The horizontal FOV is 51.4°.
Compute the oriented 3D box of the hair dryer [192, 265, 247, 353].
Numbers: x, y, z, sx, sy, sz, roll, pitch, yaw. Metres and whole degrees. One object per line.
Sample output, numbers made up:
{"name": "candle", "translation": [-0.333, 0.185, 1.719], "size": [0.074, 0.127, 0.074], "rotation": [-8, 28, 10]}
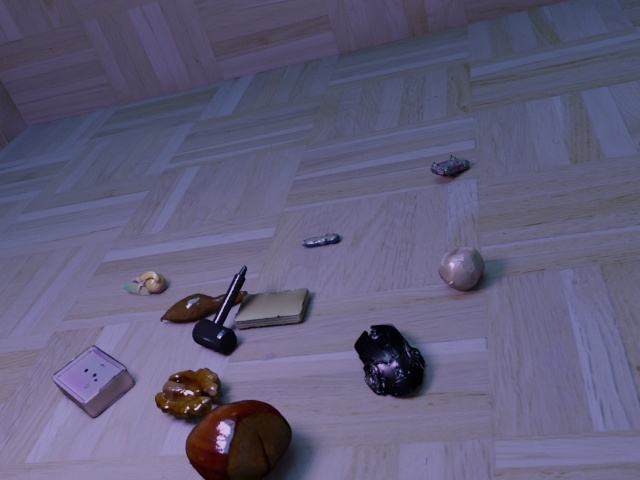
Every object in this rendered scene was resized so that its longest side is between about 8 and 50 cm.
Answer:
{"name": "hair dryer", "translation": [-0.245, 0.185, 1.816], "size": [0.114, 0.070, 0.248], "rotation": [13, 70, 41]}

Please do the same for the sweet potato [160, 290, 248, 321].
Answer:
{"name": "sweet potato", "translation": [-0.345, 0.187, 1.933], "size": [0.270, 0.074, 0.074], "rotation": [-16, 32, -1]}

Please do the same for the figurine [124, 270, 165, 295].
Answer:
{"name": "figurine", "translation": [-0.566, 0.133, 2.135], "size": [0.187, 0.083, 0.083], "rotation": [-1, 36, 43]}

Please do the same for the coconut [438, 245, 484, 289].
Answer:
{"name": "coconut", "translation": [0.356, 0.075, 1.703], "size": [0.110, 0.110, 0.124], "rotation": [8, 35, 36]}

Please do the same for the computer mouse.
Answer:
{"name": "computer mouse", "translation": [0.157, 0.267, 1.548], "size": [0.147, 0.077, 0.241], "rotation": [-24, 33, -10]}

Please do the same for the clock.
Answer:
{"name": "clock", "translation": [-0.615, 0.377, 1.791], "size": [0.192, 0.071, 0.147], "rotation": [16, 46, 42]}

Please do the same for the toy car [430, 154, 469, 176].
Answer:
{"name": "toy car", "translation": [0.424, -0.237, 2.177], "size": [0.142, 0.055, 0.069], "rotation": [-21, 30, -30]}

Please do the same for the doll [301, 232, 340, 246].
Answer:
{"name": "doll", "translation": [0.000, 0.000, 2.070], "size": [0.125, 0.027, 0.037], "rotation": [-9, 41, 15]}

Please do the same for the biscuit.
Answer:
{"name": "biscuit", "translation": [-0.133, 0.190, 1.848], "size": [0.200, 0.040, 0.121], "rotation": [-8, 30, 18]}

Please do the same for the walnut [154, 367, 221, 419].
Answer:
{"name": "walnut", "translation": [-0.318, 0.380, 1.635], "size": [0.170, 0.069, 0.143], "rotation": [3, 40, 33]}

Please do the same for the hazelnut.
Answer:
{"name": "hazelnut", "translation": [-0.174, 0.429, 1.402], "size": [0.212, 0.181, 0.181], "rotation": [-17, 68, -41]}
